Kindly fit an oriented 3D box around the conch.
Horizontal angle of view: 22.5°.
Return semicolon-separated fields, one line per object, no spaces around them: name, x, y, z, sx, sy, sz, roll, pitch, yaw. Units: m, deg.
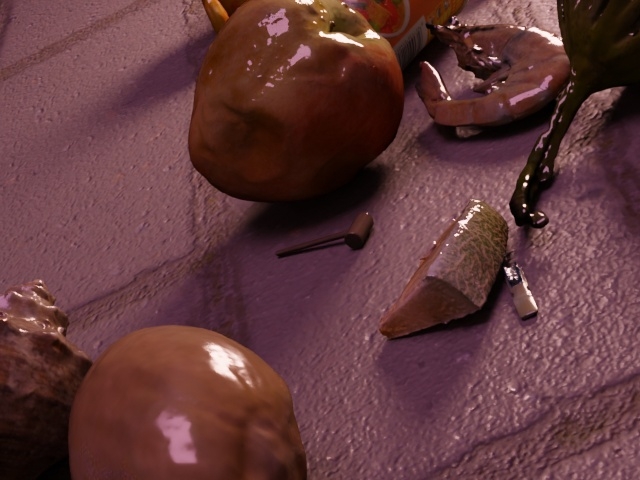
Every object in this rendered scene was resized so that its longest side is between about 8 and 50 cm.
conch;-0.369;0.167;1.444;0.352;0.210;0.297;-43;14;-32

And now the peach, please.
peach;-0.038;-0.140;1.648;0.235;0.214;0.214;-43;21;17

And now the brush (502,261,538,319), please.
brush;0.164;0.040;1.334;0.016;0.013;0.084;-23;27;7

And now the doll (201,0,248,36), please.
doll;-0.067;-0.403;2.221;0.269;0.162;0.166;-36;-5;-2

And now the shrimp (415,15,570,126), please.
shrimp;0.163;-0.167;1.669;0.145;0.059;0.254;-48;35;-16

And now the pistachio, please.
pistachio;-0.103;0.158;1.216;0.181;0.162;0.293;-44;27;-5

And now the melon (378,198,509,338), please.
melon;0.120;0.010;1.400;0.098;0.054;0.182;-36;13;46

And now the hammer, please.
hammer;0.000;0.000;1.569;0.110;0.019;0.035;-14;29;33

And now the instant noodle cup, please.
instant noodle cup;0.059;-0.252;1.835;0.168;0.168;0.185;-1;45;45

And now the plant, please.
plant;0.235;-0.177;1.493;0.333;0.180;0.251;-41;4;-6
